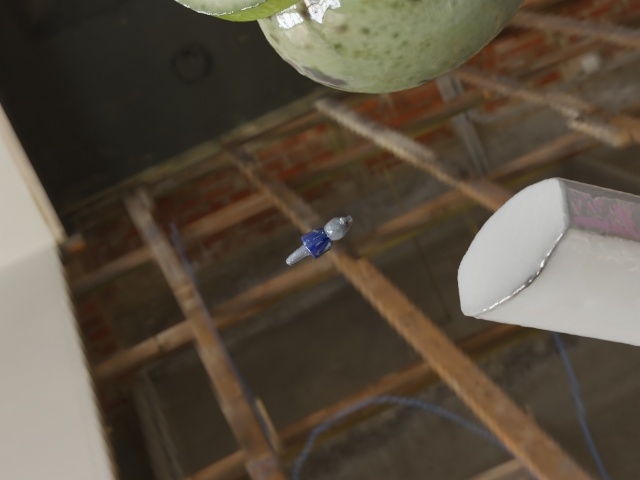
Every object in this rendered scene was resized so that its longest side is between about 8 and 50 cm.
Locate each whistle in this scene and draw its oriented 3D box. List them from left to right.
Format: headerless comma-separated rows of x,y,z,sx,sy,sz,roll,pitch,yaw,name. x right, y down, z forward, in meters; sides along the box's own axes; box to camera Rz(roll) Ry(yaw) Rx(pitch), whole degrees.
0.000,0.000,1.521,0.083,0.029,0.033,-35,164,11,whistle

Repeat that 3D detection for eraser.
0.281,0.030,1.299,0.174,0.270,0.094,132,-37,-53,eraser

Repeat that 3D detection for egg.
0.108,-0.388,1.987,0.428,0.345,0.345,-33,-161,-8,egg

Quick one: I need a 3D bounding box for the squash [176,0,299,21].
-0.063,-0.281,1.121,0.219,0.219,0.041,-11,173,35,squash
